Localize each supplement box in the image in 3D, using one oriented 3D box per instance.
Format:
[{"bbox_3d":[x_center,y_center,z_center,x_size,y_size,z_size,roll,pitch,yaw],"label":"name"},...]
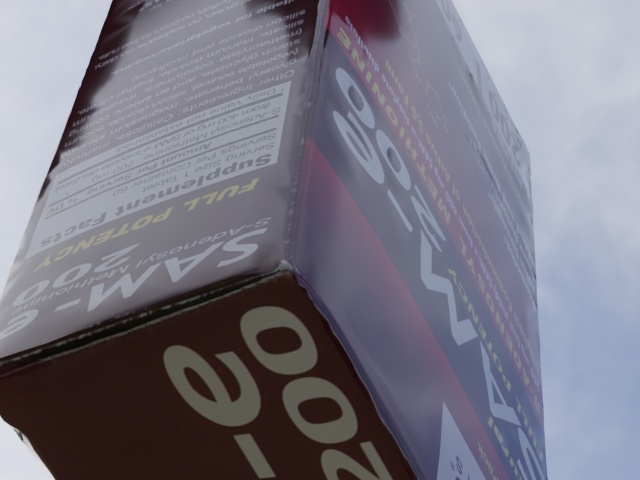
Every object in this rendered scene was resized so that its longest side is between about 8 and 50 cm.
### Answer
[{"bbox_3d":[0.000,0.000,0.467,0.073,0.239,0.130,-20,-61,17],"label":"supplement box"}]
